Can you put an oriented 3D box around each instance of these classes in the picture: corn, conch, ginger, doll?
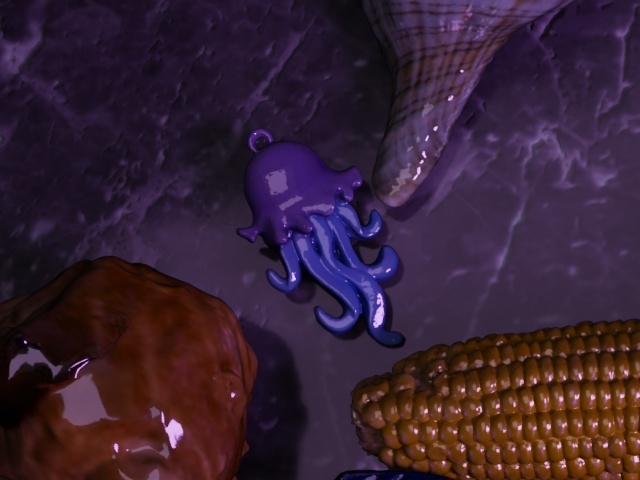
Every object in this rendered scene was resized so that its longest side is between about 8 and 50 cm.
[{"bbox_3d":[0.194,0.122,1.224,0.346,0.130,0.130,-4,80,11],"label":"corn"},{"bbox_3d":[0.111,-0.225,1.283,0.203,0.169,0.386,32,84,38],"label":"conch"},{"bbox_3d":[-0.172,0.129,1.250,0.223,0.200,0.269,46,133,-13],"label":"ginger"},{"bbox_3d":[0.000,0.000,1.312,0.110,0.067,0.206,-30,88,-11],"label":"doll"}]

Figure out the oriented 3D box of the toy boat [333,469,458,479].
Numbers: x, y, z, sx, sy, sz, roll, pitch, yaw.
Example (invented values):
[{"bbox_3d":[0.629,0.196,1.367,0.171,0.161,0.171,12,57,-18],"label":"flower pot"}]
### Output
[{"bbox_3d":[0.073,0.319,1.243,0.219,0.072,0.318,-28,98,18],"label":"toy boat"}]
